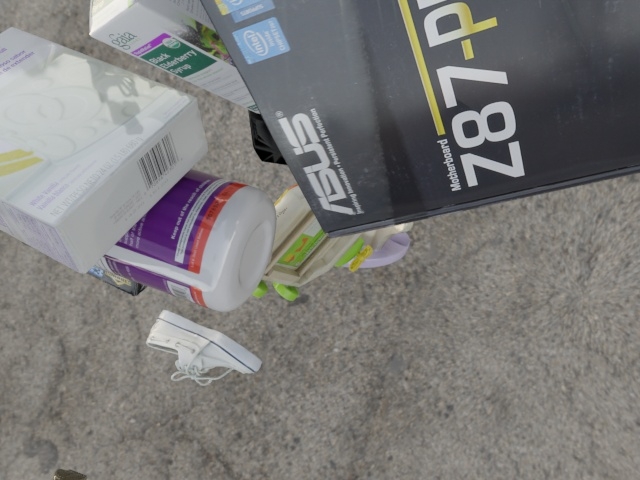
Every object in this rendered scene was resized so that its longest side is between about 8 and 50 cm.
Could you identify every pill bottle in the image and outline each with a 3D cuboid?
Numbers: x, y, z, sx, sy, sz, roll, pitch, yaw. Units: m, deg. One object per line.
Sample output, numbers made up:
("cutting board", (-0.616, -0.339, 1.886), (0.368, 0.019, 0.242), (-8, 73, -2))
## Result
("pill bottle", (-0.239, -0.027, 0.778), (0.323, 0.181, 0.181), (18, 93, 13))

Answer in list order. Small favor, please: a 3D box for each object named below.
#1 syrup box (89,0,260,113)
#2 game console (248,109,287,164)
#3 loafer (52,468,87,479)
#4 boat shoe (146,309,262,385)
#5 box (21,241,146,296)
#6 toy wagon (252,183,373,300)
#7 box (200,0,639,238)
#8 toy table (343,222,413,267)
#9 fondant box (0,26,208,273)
("syrup box", (-0.125, -0.236, 0.611), (0.093, 0.237, 0.096), (-8, 76, 40))
("game console", (0.032, -0.225, 0.972), (0.362, 0.044, 0.213), (10, 128, 19))
("loafer", (-0.460, 0.450, 0.982), (0.056, 0.148, 0.050), (19, 65, -3))
("boat shoe", (-0.330, 0.309, 1.418), (0.368, 0.135, 0.156), (17, 65, 29))
("box", (-0.452, -0.027, 1.223), (0.296, 0.293, 0.073), (23, 123, 10))
("toy wagon", (0.000, 0.000, 1.025), (0.267, 0.344, 0.068), (-47, 65, 11))
("box", (0.082, -0.195, 0.311), (0.319, 0.394, 0.097), (-11, 41, 20))
("toy table", (0.125, -0.046, 1.354), (0.252, 0.275, 0.160), (39, 130, 34))
("fondant box", (-0.350, -0.131, 0.681), (0.331, 0.096, 0.238), (23, 56, 18))
